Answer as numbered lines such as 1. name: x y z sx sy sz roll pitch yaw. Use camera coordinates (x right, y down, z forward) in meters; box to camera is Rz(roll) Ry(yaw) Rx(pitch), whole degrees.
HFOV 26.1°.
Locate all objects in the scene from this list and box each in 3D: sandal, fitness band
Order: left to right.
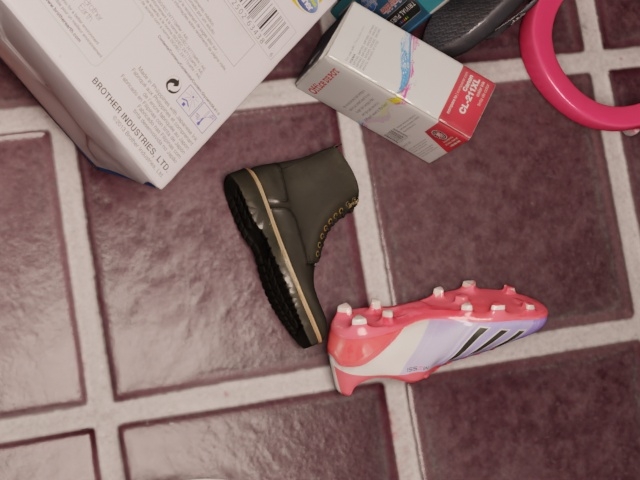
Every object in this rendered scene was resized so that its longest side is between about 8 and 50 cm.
1. sandal: 0.218 -0.280 1.533 0.254 0.097 0.054 -44 121 -16
2. fitness band: 0.362 -0.245 1.586 0.291 0.054 0.209 -35 89 -18

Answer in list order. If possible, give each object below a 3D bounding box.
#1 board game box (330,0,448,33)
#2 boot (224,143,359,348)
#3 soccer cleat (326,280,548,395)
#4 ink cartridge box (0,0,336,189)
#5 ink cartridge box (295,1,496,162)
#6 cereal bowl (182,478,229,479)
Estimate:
1. board game box: 0.184 -0.350 1.444 0.336 0.254 0.079 -44 96 -17
2. boot: 0.000 0.000 1.439 0.137 0.077 0.198 -21 89 -22
3. soccer cleat: 0.124 0.104 1.462 0.248 0.083 0.095 -6 113 -21
4. ink cartridge box: -0.134 -0.284 1.348 0.395 0.151 0.270 -48 127 -15
5. ink cartridge box: 0.076 -0.164 1.452 0.175 0.127 0.072 29 76 -10
6. cereal bowl: -0.116 0.404 1.287 0.339 0.141 0.339 10 61 -18
